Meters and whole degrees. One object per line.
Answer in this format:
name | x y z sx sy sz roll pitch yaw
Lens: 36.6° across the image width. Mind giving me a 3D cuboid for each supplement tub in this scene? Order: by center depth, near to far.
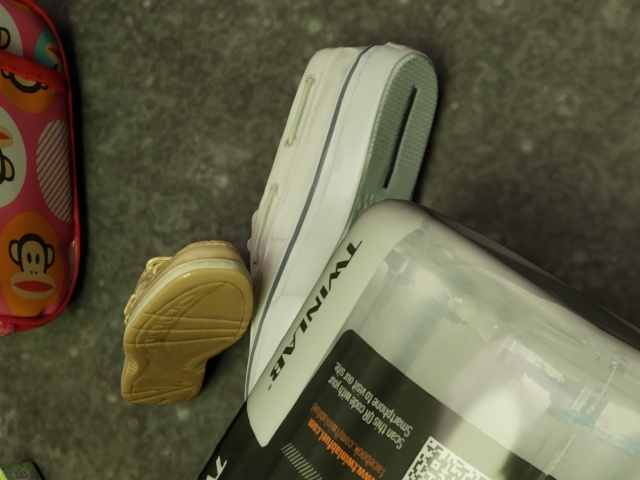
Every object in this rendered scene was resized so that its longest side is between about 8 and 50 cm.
supplement tub | 0.027 0.169 0.426 0.207 0.207 0.338 34 98 23

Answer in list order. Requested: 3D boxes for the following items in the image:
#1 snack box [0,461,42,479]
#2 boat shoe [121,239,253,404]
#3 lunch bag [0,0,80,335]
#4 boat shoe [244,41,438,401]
snack box | -0.218 0.223 0.617 0.141 0.037 0.100 -42 69 14
boat shoe | -0.080 0.037 0.527 0.170 0.063 0.059 127 142 -54
lunch bag | -0.267 -0.072 0.535 0.120 0.293 0.258 -8 82 27
boat shoe | 0.000 0.000 0.536 0.076 0.083 0.226 15 82 40
